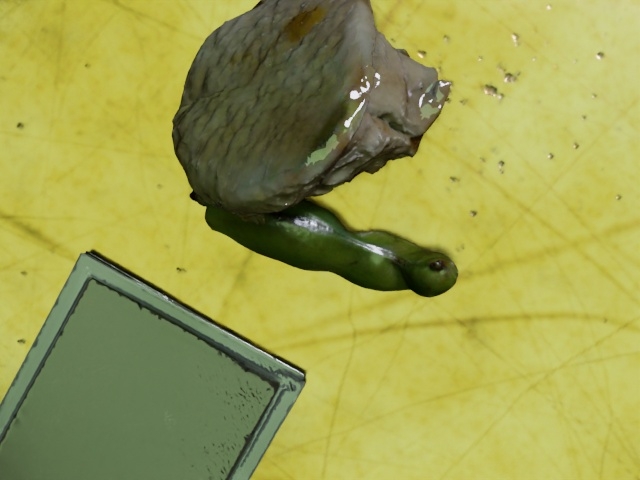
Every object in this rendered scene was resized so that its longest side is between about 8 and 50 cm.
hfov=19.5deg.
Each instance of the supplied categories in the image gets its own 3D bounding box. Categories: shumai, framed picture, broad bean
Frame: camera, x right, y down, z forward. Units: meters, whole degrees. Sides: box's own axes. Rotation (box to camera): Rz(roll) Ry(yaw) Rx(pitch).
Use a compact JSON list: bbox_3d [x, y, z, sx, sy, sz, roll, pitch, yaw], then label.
[{"bbox_3d":[-0.005,-0.092,1.353,0.201,0.201,0.120,-48,131,5],"label":"shumai"},{"bbox_3d":[-0.155,0.163,1.420,0.197,0.014,0.252,29,94,1],"label":"framed picture"},{"bbox_3d":[0.000,0.000,1.380,0.214,0.070,0.048,15,77,11],"label":"broad bean"}]
